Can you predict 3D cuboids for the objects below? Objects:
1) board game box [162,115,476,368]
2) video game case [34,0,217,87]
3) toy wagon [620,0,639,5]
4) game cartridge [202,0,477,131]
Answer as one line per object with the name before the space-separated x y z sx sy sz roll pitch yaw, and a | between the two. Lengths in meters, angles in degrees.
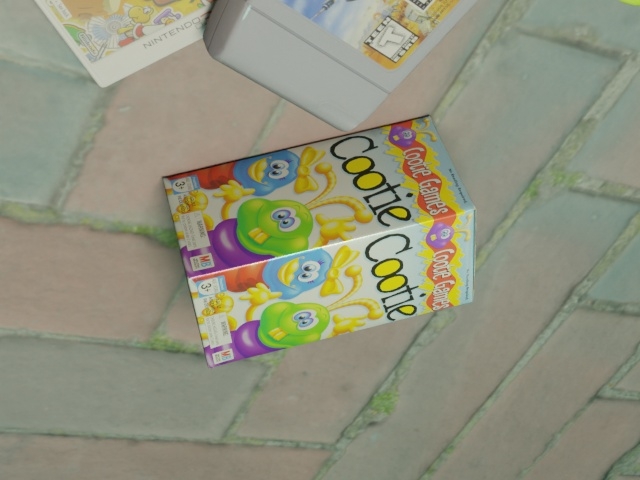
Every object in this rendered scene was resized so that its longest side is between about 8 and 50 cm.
board game box | 0.000 0.000 1.184 0.275 0.144 0.142 -14 138 -7
video game case | -0.143 -0.245 0.956 0.206 0.026 0.227 -25 138 6
toy wagon | 0.233 -0.341 0.813 0.068 0.267 0.344 3 138 9
game cartridge | 0.048 -0.235 0.995 0.297 0.062 0.198 -46 140 20
